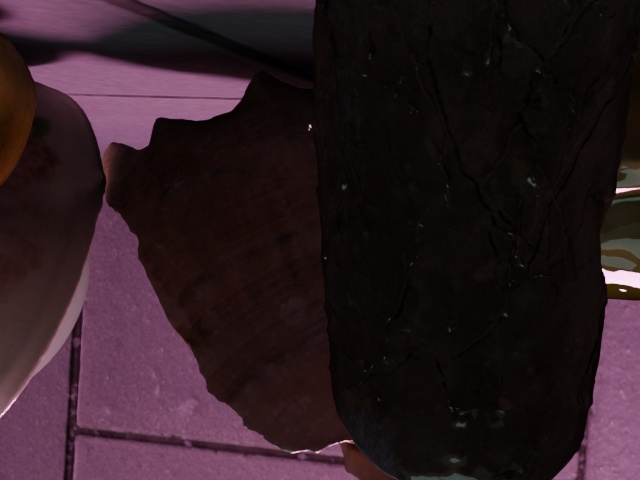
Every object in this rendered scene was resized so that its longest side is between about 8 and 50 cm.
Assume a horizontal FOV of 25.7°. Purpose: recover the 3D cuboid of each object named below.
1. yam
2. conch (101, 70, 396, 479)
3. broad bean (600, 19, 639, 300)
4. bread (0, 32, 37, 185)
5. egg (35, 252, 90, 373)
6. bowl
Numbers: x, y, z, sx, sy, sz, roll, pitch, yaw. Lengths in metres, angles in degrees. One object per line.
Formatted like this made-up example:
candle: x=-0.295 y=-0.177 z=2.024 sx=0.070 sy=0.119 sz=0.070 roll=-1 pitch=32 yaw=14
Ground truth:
yam: x=0.045 y=-0.023 z=0.432 sx=0.107 sy=0.183 sz=0.107 roll=2 pitch=-164 yaw=0
conch: x=0.003 y=-0.010 z=0.847 sx=0.263 sy=0.186 sz=0.324 roll=11 pitch=-157 yaw=-18
broad bean: x=0.192 y=-0.034 z=0.580 sx=0.291 sy=0.119 sz=0.238 roll=0 pitch=172 yaw=-16
bread: x=-0.187 y=-0.062 z=0.687 sx=0.156 sy=0.103 sz=0.110 roll=12 pitch=-179 yaw=44
egg: x=-0.341 y=0.014 z=1.197 sx=0.276 sy=0.276 sz=0.389 roll=3 pitch=-178 yaw=5
bowl: x=-0.275 y=-0.002 z=0.859 sx=0.145 sy=0.277 sz=0.277 roll=30 pitch=163 yaw=-37
